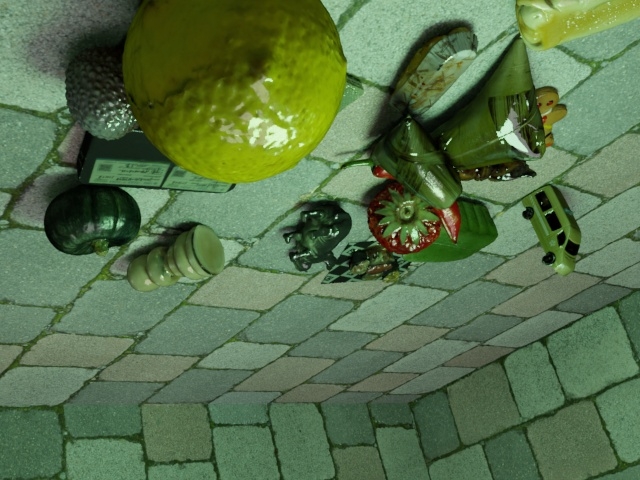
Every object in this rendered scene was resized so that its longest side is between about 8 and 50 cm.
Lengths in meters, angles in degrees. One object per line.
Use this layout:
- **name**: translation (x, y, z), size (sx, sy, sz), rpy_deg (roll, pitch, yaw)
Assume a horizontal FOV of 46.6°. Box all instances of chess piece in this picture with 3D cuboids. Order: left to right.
- **chess piece**: translation (-0.392, 0.060, 1.935), size (0.260, 0.143, 0.142), rpy_deg (-18, 154, 22)

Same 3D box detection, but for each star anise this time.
- **star anise**: translation (0.405, -0.200, 1.870), size (0.271, 0.103, 0.272), rpy_deg (3, 176, 0)

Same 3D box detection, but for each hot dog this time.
- **hot dog**: translation (0.226, -0.338, 1.527), size (0.131, 0.069, 0.253), rpy_deg (-10, 158, -30)

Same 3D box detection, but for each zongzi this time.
- **zongzi**: translation (0.237, -0.172, 1.612), size (0.112, 0.221, 0.242), rpy_deg (-54, -176, -14)
- **zongzi**: translation (0.343, -0.296, 1.650), size (0.273, 0.145, 0.300), rpy_deg (-8, 130, 22)

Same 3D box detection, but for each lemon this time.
- **lemon**: translation (-0.125, -0.261, 1.181), size (0.349, 0.350, 0.387), rpy_deg (-28, 146, 26)

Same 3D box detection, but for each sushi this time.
- **sushi**: translation (0.178, 0.092, 2.352), size (0.293, 0.059, 0.292), rpy_deg (-5, 152, -21)

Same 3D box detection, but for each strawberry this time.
- **strawberry**: translation (0.221, -0.059, 1.981), size (0.205, 0.205, 0.244), rpy_deg (-15, 176, 1)

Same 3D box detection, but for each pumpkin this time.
- **pumpkin**: translation (-0.501, -0.040, 1.641), size (0.211, 0.152, 0.212), rpy_deg (-3, 163, -1)

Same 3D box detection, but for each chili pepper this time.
- **chili pepper**: translation (0.230, -0.133, 1.795), size (0.368, 0.137, 0.092), rpy_deg (31, 177, -18)

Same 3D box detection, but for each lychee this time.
- **lychee**: translation (-0.352, -0.248, 1.286), size (0.197, 0.165, 0.165), rpy_deg (39, 136, -6)

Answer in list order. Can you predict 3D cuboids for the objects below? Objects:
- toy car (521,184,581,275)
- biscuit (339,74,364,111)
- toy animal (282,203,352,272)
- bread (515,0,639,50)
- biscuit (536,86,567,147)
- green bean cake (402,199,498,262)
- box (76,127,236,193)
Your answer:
- **toy car**: translation (0.680, -0.030, 2.144), size (0.124, 0.257, 0.101), rpy_deg (-36, 145, 31)
- **biscuit**: translation (-0.018, -0.279, 1.546), size (0.199, 0.041, 0.121), rpy_deg (-34, 149, 33)
- **toy animal**: translation (-0.016, 0.006, 2.039), size (0.168, 0.106, 0.343), rpy_deg (-15, 161, -15)
- **bread**: translation (0.511, -0.461, 1.363), size (0.311, 0.121, 0.173), rpy_deg (-17, 157, 6)
- **biscuit**: translation (0.520, -0.283, 1.813), size (0.165, 0.036, 0.250), rpy_deg (-13, 153, -5)
- **green bean cake**: translation (0.368, -0.024, 2.151), size (0.248, 0.125, 0.222), rpy_deg (7, 148, -33)
- **box**: translation (-0.321, -0.181, 1.570), size (0.349, 0.058, 0.211), rpy_deg (2, 151, -30)
